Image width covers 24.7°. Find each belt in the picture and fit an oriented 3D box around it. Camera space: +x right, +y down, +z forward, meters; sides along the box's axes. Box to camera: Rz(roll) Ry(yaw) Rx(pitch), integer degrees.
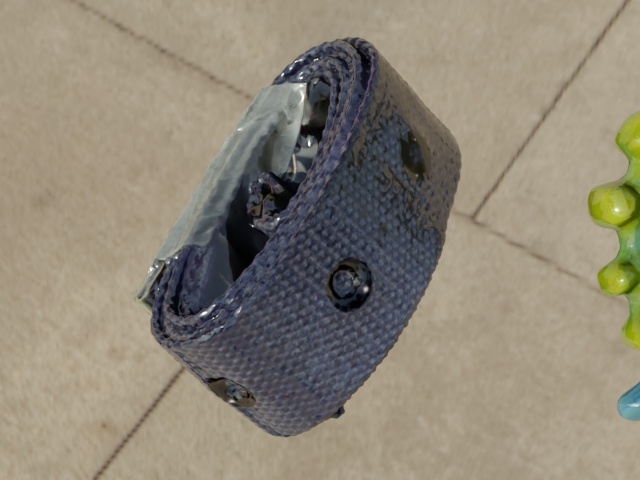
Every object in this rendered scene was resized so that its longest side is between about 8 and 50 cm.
[{"bbox_3d":[0.000,0.000,0.859,0.126,0.139,0.230,42,57,-29],"label":"belt"}]

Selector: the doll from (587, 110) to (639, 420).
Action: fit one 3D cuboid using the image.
[{"bbox_3d":[0.280,-0.012,0.587,0.346,0.099,0.341,-11,93,-11],"label":"doll"}]
